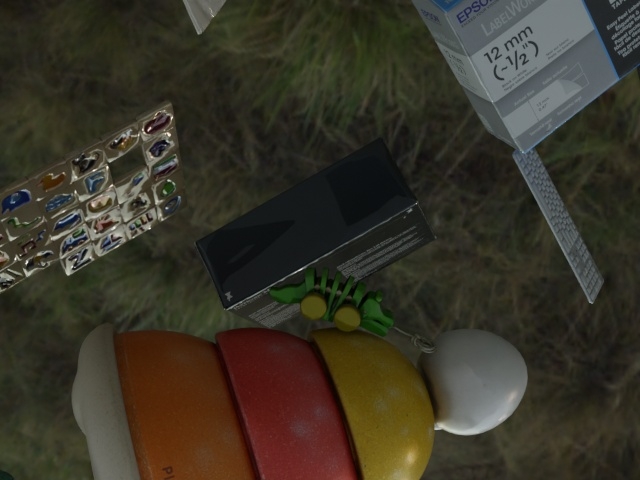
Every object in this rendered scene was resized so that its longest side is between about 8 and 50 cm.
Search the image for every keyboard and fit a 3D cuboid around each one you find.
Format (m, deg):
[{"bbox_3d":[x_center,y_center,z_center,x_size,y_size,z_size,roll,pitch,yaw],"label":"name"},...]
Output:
[{"bbox_3d":[0.349,-0.030,1.461,0.014,0.072,0.256,-23,103,31],"label":"keyboard"}]

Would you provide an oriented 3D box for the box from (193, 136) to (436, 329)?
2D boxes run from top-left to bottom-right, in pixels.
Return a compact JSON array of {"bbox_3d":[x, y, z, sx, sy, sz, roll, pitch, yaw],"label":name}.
[{"bbox_3d":[0.000,0.000,1.254,0.261,0.103,0.184,-29,164,5],"label":"box"}]

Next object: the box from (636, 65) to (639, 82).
[{"bbox_3d":[0.529,-0.238,1.381,0.056,0.183,0.231,3,154,-13],"label":"box"}]

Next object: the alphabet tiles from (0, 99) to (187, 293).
[{"bbox_3d":[-0.246,-0.030,1.029,0.009,0.237,0.198,51,160,22],"label":"alphabet tiles"}]

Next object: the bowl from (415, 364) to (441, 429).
[{"bbox_3d":[0.233,0.261,1.779,0.053,0.142,0.142,20,134,49],"label":"bowl"}]

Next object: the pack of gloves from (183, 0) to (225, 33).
[{"bbox_3d":[-0.166,-0.412,1.256,0.046,0.195,0.232,7,142,28],"label":"pack of gloves"}]

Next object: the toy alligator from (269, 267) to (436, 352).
[{"bbox_3d":[0.041,0.066,1.061,0.189,0.056,0.051,18,108,0],"label":"toy alligator"}]

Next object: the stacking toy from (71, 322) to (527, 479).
[{"bbox_3d":[0.001,0.212,1.079,0.479,0.351,0.351,-13,145,-9],"label":"stacking toy"}]

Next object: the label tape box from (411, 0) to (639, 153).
[{"bbox_3d":[0.259,-0.323,1.266,0.249,0.115,0.348,-37,123,-1],"label":"label tape box"}]

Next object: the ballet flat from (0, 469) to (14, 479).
[{"bbox_3d":[-0.417,0.306,1.074,0.083,0.087,0.247,14,180,14],"label":"ballet flat"}]
